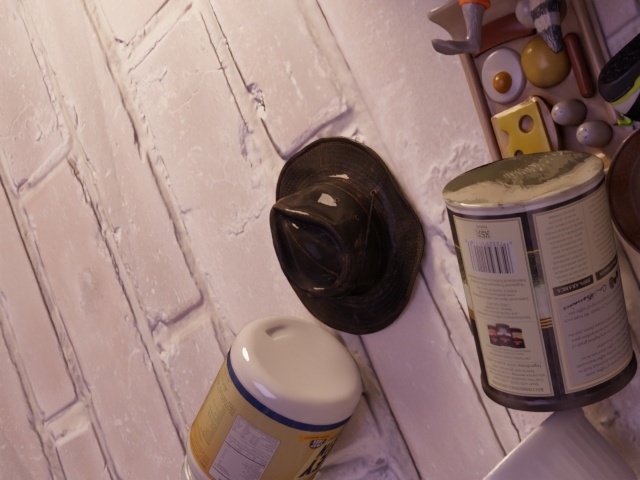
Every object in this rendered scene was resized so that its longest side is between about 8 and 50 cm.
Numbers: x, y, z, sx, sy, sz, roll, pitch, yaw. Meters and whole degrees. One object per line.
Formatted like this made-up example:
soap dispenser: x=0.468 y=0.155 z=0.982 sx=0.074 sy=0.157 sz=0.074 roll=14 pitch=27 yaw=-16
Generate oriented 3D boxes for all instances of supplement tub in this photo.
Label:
supplement tub: x=-0.089 y=0.307 z=1.720 sx=0.228 sy=0.228 sz=0.316 roll=45 pitch=124 yaw=28

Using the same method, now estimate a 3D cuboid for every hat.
hat: x=0.000 y=0.000 z=1.657 sx=0.331 sy=0.134 sz=0.332 roll=9 pitch=103 yaw=42

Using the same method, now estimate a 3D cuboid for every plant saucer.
plant saucer: x=0.452 y=-0.063 z=1.265 sx=0.198 sy=0.036 sz=0.199 roll=8 pitch=109 yaw=24

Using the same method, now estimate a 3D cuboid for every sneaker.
sneaker: x=0.447 y=-0.231 z=1.260 sx=0.097 sy=0.084 sz=0.234 roll=40 pitch=118 yaw=-21

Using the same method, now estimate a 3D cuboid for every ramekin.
ramekin: x=0.284 y=0.353 z=1.360 sx=0.135 sy=0.277 sz=0.277 roll=45 pitch=124 yaw=20

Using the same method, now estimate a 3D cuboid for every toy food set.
toy food set: x=0.275 y=-0.208 z=1.396 sx=0.219 sy=0.092 sz=0.306 roll=-22 pitch=81 yaw=42

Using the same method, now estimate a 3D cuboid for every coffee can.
coffee can: x=0.279 y=0.048 z=1.312 sx=0.201 sy=0.201 sz=0.276 roll=3 pitch=114 yaw=42

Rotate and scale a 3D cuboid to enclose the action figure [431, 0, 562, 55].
action figure: x=0.234 y=-0.386 z=1.324 sx=0.341 sy=0.178 sz=0.330 roll=127 pitch=159 yaw=-65
